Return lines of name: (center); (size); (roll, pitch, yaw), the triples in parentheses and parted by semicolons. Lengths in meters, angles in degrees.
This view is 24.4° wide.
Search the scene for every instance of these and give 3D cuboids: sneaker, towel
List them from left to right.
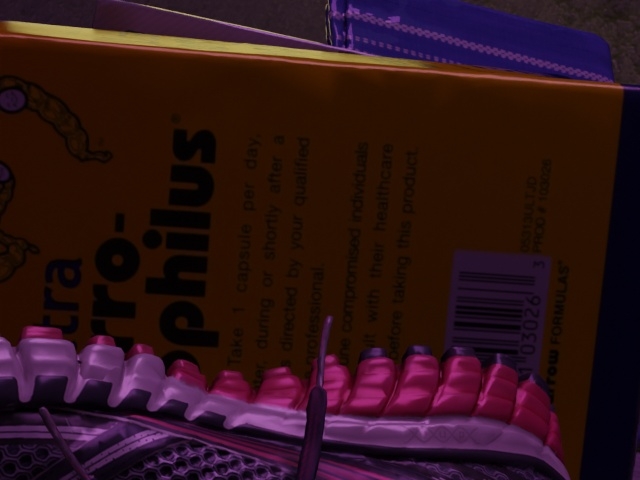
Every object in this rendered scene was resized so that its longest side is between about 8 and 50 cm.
sneaker: (-0.051, 0.099, 0.471); (0.299, 0.121, 0.112); (0, 54, -13)
towel: (0.114, -0.026, 1.043); (0.243, 0.336, 0.040); (10, -28, -21)

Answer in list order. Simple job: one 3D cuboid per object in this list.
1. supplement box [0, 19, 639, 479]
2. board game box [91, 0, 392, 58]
supplement box: (-0.043, 0.004, 0.698); (0.356, 0.195, 0.194); (4, 8, -8)
board game box: (0.000, 0.000, 0.851); (0.303, 0.224, 0.097); (12, 8, -9)
